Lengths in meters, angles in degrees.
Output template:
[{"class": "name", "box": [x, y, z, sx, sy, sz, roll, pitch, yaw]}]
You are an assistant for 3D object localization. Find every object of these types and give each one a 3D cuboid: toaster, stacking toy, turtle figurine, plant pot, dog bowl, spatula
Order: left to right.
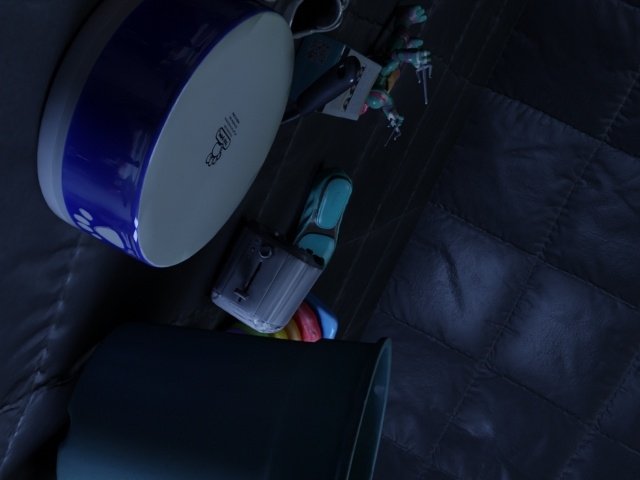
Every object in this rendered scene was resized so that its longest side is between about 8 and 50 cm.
[{"class": "dog bowl", "box": [-0.133, -0.111, 0.732, 0.265, 0.104, 0.265, -57, 166, -22]}, {"class": "plant pot", "box": [-0.110, 0.254, 0.957, 0.341, 0.334, 0.341, 10, 90, -79]}, {"class": "stacking toy", "box": [-0.124, 0.196, 1.386, 0.302, 0.175, 0.165, -24, 143, -53]}, {"class": "toaster", "box": [-0.083, 0.061, 1.263, 0.146, 0.129, 0.227, -58, 170, 1]}, {"class": "spatula", "box": [-0.040, -0.142, 0.861, 0.296, 0.030, 0.084, -17, -107, 55]}, {"class": "turtle figurine", "box": [0.132, -0.297, 1.385, 0.175, 0.118, 0.234, 126, -16, -60]}]

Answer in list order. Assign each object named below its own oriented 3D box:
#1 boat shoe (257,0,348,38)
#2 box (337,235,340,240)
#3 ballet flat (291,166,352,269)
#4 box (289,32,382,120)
[{"class": "boat shoe", "box": [-0.011, -0.278, 0.915, 0.258, 0.084, 0.095, -46, 160, -50]}, {"class": "box", "box": [0.000, 0.000, 1.635, 0.062, 0.052, 0.083, -61, 166, -5]}, {"class": "ballet flat", "box": [-0.005, -0.029, 1.490, 0.087, 0.083, 0.247, -112, -140, -61]}, {"class": "box", "box": [0.023, -0.244, 1.181, 0.100, 0.060, 0.244, -65, 167, 12]}]
